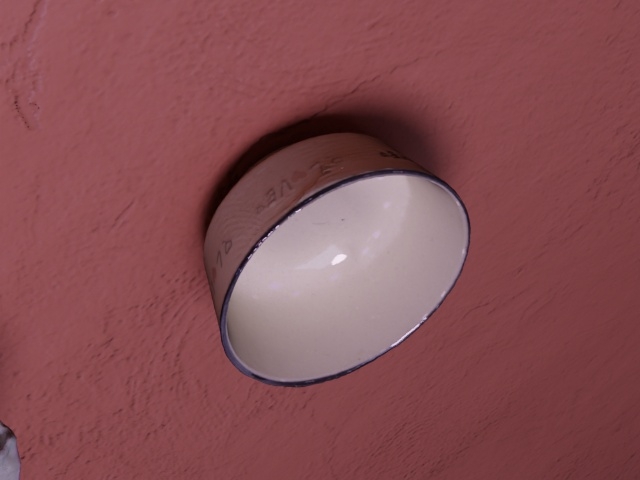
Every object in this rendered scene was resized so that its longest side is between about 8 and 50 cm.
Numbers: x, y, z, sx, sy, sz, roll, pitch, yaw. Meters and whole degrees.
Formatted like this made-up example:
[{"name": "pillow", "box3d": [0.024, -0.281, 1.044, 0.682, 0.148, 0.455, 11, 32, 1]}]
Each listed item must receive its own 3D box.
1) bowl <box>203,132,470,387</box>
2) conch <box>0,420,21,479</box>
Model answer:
[{"name": "bowl", "box3d": [0.000, 0.000, 1.117, 0.238, 0.126, 0.237, -19, 139, -18]}, {"name": "conch", "box3d": [-0.392, 0.234, 1.036, 0.368, 0.197, 0.249, -27, 103, -2]}]
